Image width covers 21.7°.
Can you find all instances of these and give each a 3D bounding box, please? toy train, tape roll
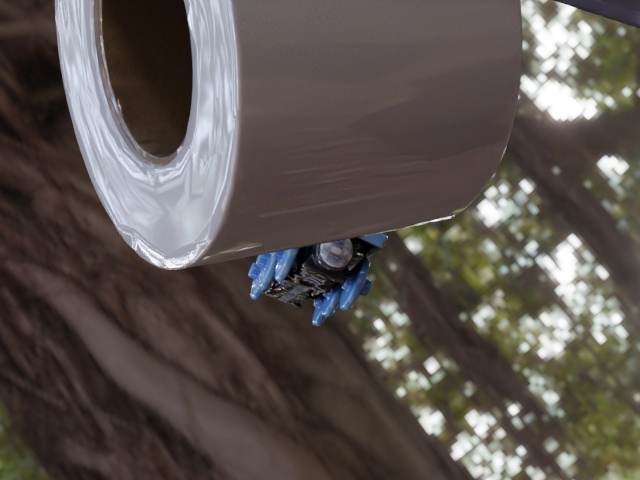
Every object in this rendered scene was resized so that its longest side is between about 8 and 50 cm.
[{"bbox_3d":[0.000,0.000,1.269,0.184,0.080,0.105,141,151,-74],"label":"toy train"},{"bbox_3d":[-0.025,-0.116,0.922,0.169,0.246,0.246,-9,-39,-28],"label":"tape roll"}]

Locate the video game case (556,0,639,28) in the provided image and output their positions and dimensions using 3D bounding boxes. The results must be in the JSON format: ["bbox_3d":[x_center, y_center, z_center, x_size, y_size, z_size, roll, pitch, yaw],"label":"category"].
[{"bbox_3d":[0.122,-0.097,0.454,0.196,0.274,0.026,124,163,-76],"label":"video game case"}]
